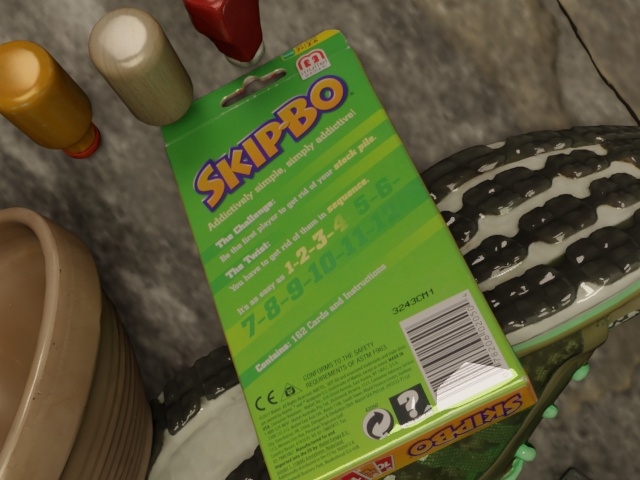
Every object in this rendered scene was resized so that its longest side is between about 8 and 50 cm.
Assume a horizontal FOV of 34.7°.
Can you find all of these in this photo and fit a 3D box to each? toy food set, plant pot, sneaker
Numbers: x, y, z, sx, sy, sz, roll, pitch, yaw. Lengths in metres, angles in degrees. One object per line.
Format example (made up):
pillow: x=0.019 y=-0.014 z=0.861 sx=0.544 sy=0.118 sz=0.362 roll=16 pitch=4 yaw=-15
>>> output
toy food set: x=-0.084 y=-0.150 z=0.571 sx=0.111 sy=0.104 sz=0.232 roll=20 pitch=79 yaw=9
plant pot: x=-0.169 y=0.111 z=0.547 sx=0.110 sy=0.237 sz=0.237 roll=33 pitch=97 yaw=-35
sneaker: x=0.074 y=0.089 z=0.597 sx=0.410 sy=0.158 sz=0.182 roll=-35 pitch=128 yaw=2

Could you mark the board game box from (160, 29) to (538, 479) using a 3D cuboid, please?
board game box: x=0.000 y=0.000 z=0.535 sx=0.124 sy=0.039 sz=0.259 roll=-27 pitch=54 yaw=5

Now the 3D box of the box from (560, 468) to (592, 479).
box: x=0.173 y=0.210 z=0.608 sx=0.102 sy=0.101 sz=0.087 roll=35 pitch=96 yaw=-4
